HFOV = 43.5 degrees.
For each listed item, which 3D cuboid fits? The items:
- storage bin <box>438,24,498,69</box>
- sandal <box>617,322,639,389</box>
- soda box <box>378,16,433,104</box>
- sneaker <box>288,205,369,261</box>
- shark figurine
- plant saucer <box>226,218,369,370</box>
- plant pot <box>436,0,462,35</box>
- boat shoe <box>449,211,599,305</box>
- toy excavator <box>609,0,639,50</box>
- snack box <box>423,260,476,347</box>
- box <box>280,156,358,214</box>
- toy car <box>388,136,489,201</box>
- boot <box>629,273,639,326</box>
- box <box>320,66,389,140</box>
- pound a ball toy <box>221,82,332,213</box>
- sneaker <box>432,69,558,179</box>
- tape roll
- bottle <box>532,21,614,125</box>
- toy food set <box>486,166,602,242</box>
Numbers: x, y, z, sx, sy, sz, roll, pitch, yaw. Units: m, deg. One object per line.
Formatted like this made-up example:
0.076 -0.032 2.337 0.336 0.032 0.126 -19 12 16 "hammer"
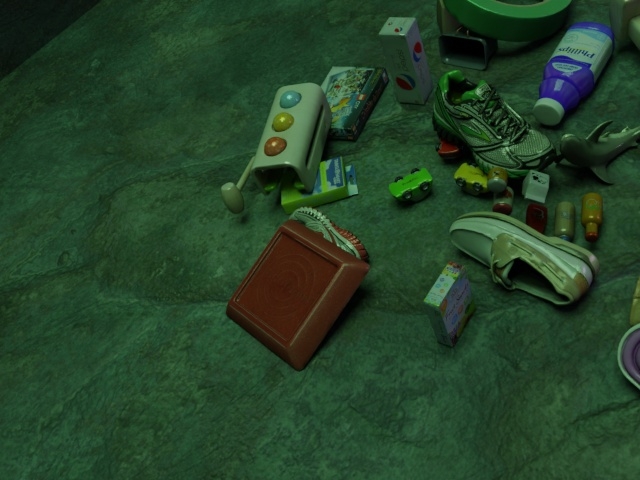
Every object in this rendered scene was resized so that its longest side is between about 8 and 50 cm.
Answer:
0.380 -0.504 2.038 0.135 0.098 0.091 19 50 35 "storage bin"
0.623 0.255 1.203 0.416 0.102 0.169 25 108 46 "sandal"
0.211 -0.435 1.957 0.074 0.216 0.069 11 55 30 "soda box"
0.000 0.000 1.755 0.093 0.088 0.225 -43 48 -14 "sneaker"
0.607 -0.180 1.666 0.278 0.166 0.116 -17 70 -15 "shark figurine"
-0.064 0.098 1.673 0.258 0.048 0.259 31 84 39 "plant saucer"
0.362 -0.609 2.129 0.109 0.096 0.109 -15 46 10 "plant pot"
0.371 0.032 1.546 0.302 0.113 0.103 20 55 34 "boat shoe"
0.747 -0.386 1.628 0.222 0.445 0.432 -19 79 -1 "toy excavator"
0.244 0.121 1.503 0.037 0.141 0.100 18 59 33 "snack box"
-0.005 -0.133 1.907 0.178 0.042 0.109 -16 47 11 "box"
0.261 -0.144 1.793 0.225 0.053 0.239 -26 45 1 "toy car"
0.656 0.157 1.340 0.270 0.089 0.236 9 52 33 "boot"
0.060 -0.357 2.073 0.159 0.044 0.233 9 55 30 "box"
-0.113 -0.227 1.914 0.208 0.135 0.319 -3 50 23 "pound a ball toy"
0.356 -0.247 1.707 0.134 0.146 0.343 -34 49 -19 "sneaker"
0.473 -0.633 2.034 0.321 0.077 0.321 3 52 -4 "tape roll"
0.573 -0.382 1.838 0.118 0.092 0.283 19 60 32 "bottle"
0.431 -0.055 1.588 0.232 0.111 0.104 17 54 -3 "toy food set"
